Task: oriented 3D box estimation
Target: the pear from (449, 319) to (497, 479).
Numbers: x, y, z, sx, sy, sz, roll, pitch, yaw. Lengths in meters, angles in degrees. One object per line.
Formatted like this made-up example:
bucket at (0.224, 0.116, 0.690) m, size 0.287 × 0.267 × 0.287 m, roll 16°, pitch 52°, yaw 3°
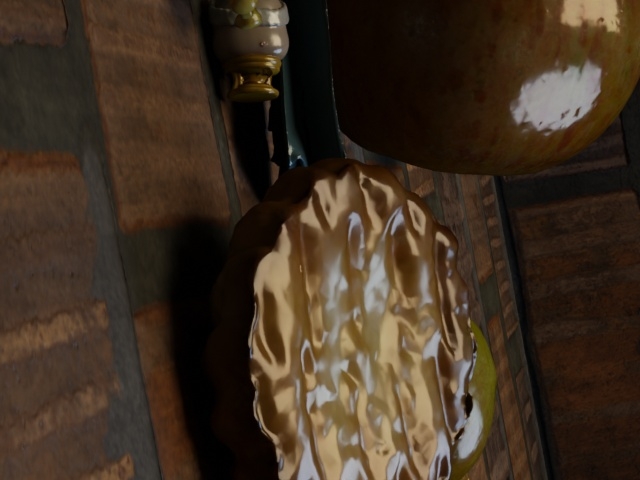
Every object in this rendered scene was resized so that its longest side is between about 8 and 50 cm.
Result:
pear at (0.076, 0.146, 1.493) m, size 0.200 × 0.200 × 0.200 m, roll -10°, pitch 90°, yaw -78°

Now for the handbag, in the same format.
handbag at (-0.027, -0.145, 1.497) m, size 0.144 × 0.057 × 0.221 m, roll 119°, pitch -34°, yaw -66°

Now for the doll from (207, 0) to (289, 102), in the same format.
doll at (-0.066, -0.188, 1.413) m, size 0.084 × 0.073 × 0.127 m, roll 151°, pitch -64°, yaw -75°

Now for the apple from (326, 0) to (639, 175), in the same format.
apple at (0.169, -0.239, 1.782) m, size 0.400 × 0.400 × 0.333 m, roll -81°, pitch -172°, yaw -56°

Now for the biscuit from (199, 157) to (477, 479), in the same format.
biscuit at (0.013, 0.095, 1.274) m, size 0.325 × 0.107 × 0.326 m, roll 12°, pitch 75°, yaw -54°

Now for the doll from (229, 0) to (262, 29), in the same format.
doll at (-0.092, -0.319, 1.342) m, size 0.117 × 0.086 × 0.291 m, roll 54°, pitch 26°, yaw -76°

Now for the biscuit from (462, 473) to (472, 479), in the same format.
biscuit at (0.195, 0.404, 2.180) m, size 0.288 × 0.044 × 0.202 m, roll 2°, pitch 78°, yaw -76°
